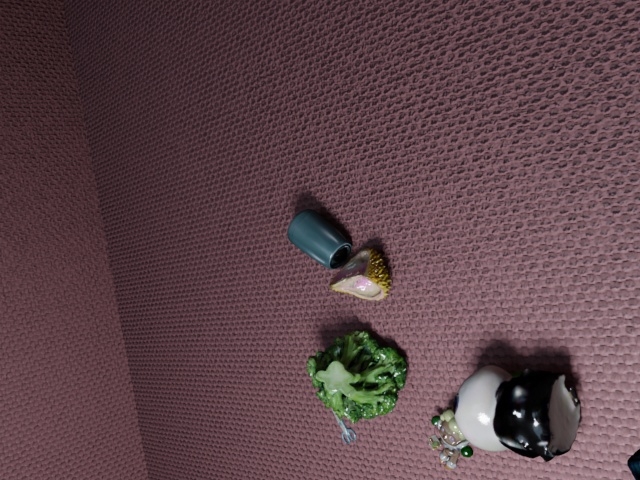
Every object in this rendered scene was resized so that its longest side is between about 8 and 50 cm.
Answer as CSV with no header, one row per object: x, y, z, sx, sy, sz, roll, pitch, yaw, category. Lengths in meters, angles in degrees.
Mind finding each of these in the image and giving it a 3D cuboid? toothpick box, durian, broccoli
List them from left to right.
0.000,0.000,1.942,0.184,0.120,0.120,39,123,30,toothpick box
0.091,0.382,1.845,0.294,0.245,0.265,9,85,19,broccoli
0.115,0.098,1.839,0.165,0.132,0.182,61,144,33,durian

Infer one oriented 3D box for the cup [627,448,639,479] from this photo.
0.719,0.505,1.213,0.308,0.242,0.292,-30,71,9,cup

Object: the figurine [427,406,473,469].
0.341,0.514,1.713,0.147,0.093,0.197,41,125,45,figurine

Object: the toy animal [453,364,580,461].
0.447,0.388,1.520,0.266,0.212,0.213,-1,96,48,toy animal

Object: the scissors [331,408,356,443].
0.067,0.573,2.051,0.058,0.014,0.119,-44,70,39,scissors
